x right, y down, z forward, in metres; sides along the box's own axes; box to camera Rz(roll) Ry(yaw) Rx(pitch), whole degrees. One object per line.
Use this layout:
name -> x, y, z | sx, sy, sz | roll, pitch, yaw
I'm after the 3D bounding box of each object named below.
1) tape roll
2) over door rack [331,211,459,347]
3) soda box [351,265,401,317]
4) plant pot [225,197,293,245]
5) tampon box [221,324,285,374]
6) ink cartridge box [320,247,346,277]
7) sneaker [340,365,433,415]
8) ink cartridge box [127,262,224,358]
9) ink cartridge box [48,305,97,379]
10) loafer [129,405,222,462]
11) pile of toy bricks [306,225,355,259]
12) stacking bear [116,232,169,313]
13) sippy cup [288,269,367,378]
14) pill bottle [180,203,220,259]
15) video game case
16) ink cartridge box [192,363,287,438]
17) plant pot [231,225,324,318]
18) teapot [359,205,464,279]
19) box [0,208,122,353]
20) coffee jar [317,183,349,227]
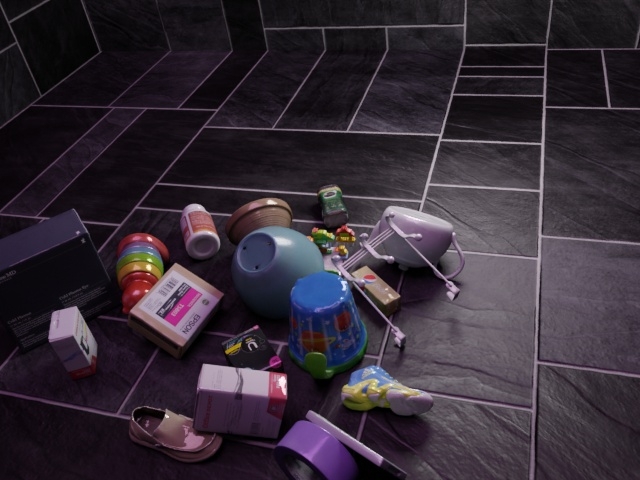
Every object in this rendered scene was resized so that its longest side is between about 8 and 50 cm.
tape roll -> -0.011, 0.508, 1.389 | 0.189, 0.189, 0.080 | 22, 48, 33
over door rack -> 0.222, 0.101, 1.756 | 0.239, 0.108, 0.324 | -37, 80, -14
soda box -> 0.172, 0.157, 1.888 | 0.061, 0.058, 0.181 | -26, 41, -20
plant pot -> -0.196, -0.027, 2.072 | 0.237, 0.237, 0.110 | -18, 60, -11
tampon box -> -0.186, 0.342, 1.697 | 0.120, 0.101, 0.161 | -25, 42, -18
ink cartridge box -> -0.019, 0.113, 1.992 | 0.180, 0.056, 0.225 | 1, 46, 13
sneaker -> 0.176, 0.378, 1.589 | 0.240, 0.091, 0.126 | 2, 39, 14
ink cartridge box -> -0.438, 0.210, 1.861 | 0.193, 0.088, 0.235 | 31, 48, 4
ink cartridge box -> -0.725, 0.302, 1.795 | 0.072, 0.175, 0.127 | -14, 39, -6
loafer -> -0.381, 0.491, 1.560 | 0.268, 0.092, 0.102 | 5, 41, 17
pile of toy bricks -> 0.000, 0.000, 1.993 | 0.212, 0.105, 0.118 | 2, 44, 13
stacking bear -> -0.594, 0.127, 2.010 | 0.175, 0.164, 0.289 | -13, 43, -5
sippy cup -> 0.010, 0.218, 1.714 | 0.240, 0.224, 0.305 | -23, 40, -17
pill bottle -> -0.440, -0.038, 2.199 | 0.121, 0.121, 0.216 | -17, 39, -10
video game case -> 0.085, 0.476, 1.413 | 0.212, 0.193, 0.023 | 23, 73, 34
ink cartridge box -> -0.203, 0.405, 1.530 | 0.217, 0.159, 0.092 | 8, 33, -10
plant pot -> -0.154, 0.074, 1.856 | 0.290, 0.195, 0.290 | -8, 65, 17
teapot -> 0.299, 0.009, 1.955 | 0.252, 0.187, 0.256 | 10, 12, -25
box -> -0.864, 0.125, 1.932 | 0.343, 0.313, 0.179 | -27, 42, -22
coffee jar -> 0.043, -0.130, 2.249 | 0.096, 0.079, 0.184 | -13, 40, 0
